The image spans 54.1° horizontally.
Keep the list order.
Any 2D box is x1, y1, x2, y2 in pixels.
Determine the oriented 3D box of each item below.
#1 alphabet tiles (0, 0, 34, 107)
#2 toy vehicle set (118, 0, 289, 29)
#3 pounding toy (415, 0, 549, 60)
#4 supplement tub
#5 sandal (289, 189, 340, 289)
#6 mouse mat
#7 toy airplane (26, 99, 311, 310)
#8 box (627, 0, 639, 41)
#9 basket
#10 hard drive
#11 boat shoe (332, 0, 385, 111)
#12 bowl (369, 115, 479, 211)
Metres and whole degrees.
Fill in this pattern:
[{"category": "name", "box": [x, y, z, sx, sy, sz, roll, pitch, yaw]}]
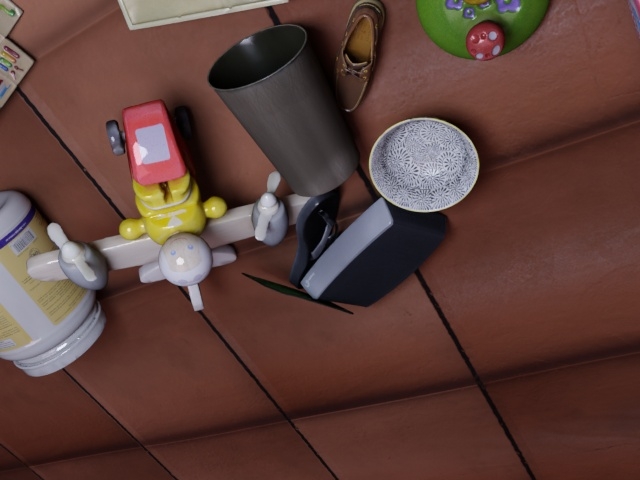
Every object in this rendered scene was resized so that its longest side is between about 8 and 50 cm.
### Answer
[{"category": "alphabet tiles", "box": [-0.668, -0.360, 1.048, 0.342, 0.011, 0.285, 41, 114, -18]}, {"category": "toy vehicle set", "box": [-0.187, -0.411, 0.908, 0.267, 0.035, 0.166, -3, 126, 17]}, {"category": "pounding toy", "box": [0.232, -0.328, 0.820, 0.183, 0.110, 0.237, 39, 127, -17]}, {"category": "supplement tub", "box": [-0.617, 0.091, 1.279, 0.241, 0.241, 0.331, -12, 123, 22]}, {"category": "sandal", "box": [0.000, 0.000, 1.145, 0.054, 0.097, 0.254, 37, 144, 21]}, {"category": "mouse mat", "box": [-0.045, 0.101, 1.192, 0.190, 0.153, 0.007, 19, 89, -28]}, {"category": "toy airplane", "box": [-0.246, -0.006, 1.083, 0.384, 0.272, 0.386, 27, 114, -37]}, {"category": "box", "box": [0.469, -0.282, 0.769, 0.142, 0.154, 0.300, -20, 121, 26]}, {"category": "basket", "box": [-0.042, -0.190, 0.967, 0.154, 0.204, 0.227, -42, 125, -10]}, {"category": "hard drive", "box": [0.097, 0.034, 1.131, 0.172, 0.054, 0.254, 13, 135, -34]}, {"category": "boat shoe", "box": [0.051, -0.270, 0.942, 0.064, 0.060, 0.178, 16, 130, 2]}, {"category": "bowl", "box": [0.167, -0.137, 1.005, 0.170, 0.080, 0.170, 7, 129, 9]}]
